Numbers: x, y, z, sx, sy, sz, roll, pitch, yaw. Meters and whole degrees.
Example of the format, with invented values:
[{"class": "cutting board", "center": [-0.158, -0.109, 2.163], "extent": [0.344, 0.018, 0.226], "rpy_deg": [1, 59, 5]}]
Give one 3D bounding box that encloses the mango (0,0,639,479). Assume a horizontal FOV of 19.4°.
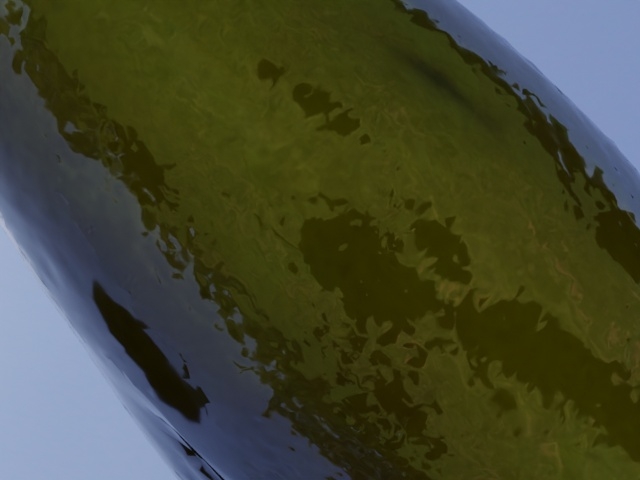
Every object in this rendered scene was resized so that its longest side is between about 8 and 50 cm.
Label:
[{"class": "mango", "center": [0.000, 0.000, 0.783], "extent": [0.220, 0.301, 0.445], "rpy_deg": [-45, -72, -14]}]
